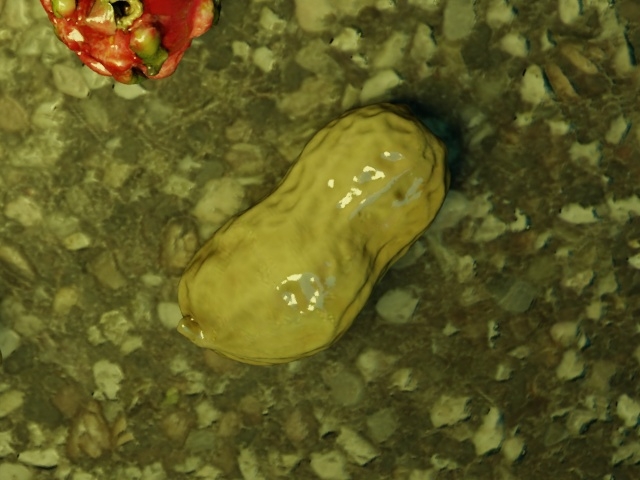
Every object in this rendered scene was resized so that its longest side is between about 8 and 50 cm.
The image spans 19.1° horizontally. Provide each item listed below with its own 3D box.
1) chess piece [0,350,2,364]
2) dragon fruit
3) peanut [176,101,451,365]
[{"bbox_3d":[-0.434,-0.044,1.538,0.234,0.234,0.442,-21,116,-5],"label":"chess piece"},{"bbox_3d":[-0.160,-0.214,1.584,0.160,0.172,0.167,-4,111,-12],"label":"dragon fruit"},{"bbox_3d":[0.002,0.008,1.720,0.291,0.159,0.143,-44,140,5],"label":"peanut"}]
